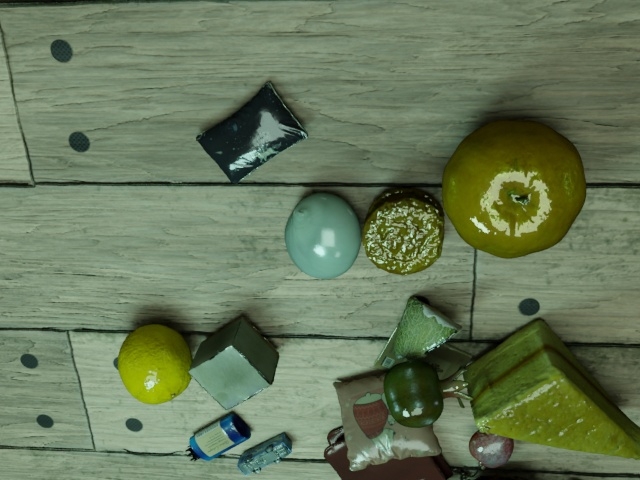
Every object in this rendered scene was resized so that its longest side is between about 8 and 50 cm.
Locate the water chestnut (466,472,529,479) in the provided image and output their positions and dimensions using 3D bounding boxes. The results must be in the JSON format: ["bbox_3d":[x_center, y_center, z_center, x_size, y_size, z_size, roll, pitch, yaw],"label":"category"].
[{"bbox_3d":[0.459,0.720,1.929,0.300,0.300,0.300,3,118,5],"label":"water chestnut"}]

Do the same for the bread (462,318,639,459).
[{"bbox_3d":[0.542,0.395,1.749,0.245,0.233,0.361,-41,108,19],"label":"bread"}]

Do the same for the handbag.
[{"bbox_3d":[0.171,0.571,1.974,0.260,0.084,0.275,-28,111,19],"label":"handbag"}]

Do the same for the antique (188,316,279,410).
[{"bbox_3d":[-0.200,0.286,1.832,0.152,0.148,0.147,-33,109,22],"label":"antique"}]

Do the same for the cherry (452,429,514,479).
[{"bbox_3d":[0.398,0.537,1.931,0.107,0.090,0.225,24,128,-23],"label":"cherry"}]

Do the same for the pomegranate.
[{"bbox_3d":[0.240,0.337,1.731,0.191,0.152,0.131,-16,158,2],"label":"pomegranate"}]

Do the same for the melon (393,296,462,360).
[{"bbox_3d":[0.235,0.195,1.773,0.202,0.093,0.140,-31,76,38],"label":"melon"}]

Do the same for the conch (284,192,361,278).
[{"bbox_3d":[-0.003,0.001,1.691,0.185,0.121,0.221,22,128,29],"label":"conch"}]

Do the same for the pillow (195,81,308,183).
[{"bbox_3d":[-0.144,-0.218,1.617,0.208,0.055,0.141,-33,101,20],"label":"pillow"}]

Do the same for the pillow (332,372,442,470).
[{"bbox_3d":[0.154,0.420,1.837,0.236,0.084,0.223,-14,71,14],"label":"pillow"}]

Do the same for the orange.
[{"bbox_3d":[0.376,-0.103,1.516,0.279,0.235,0.279,2,103,7],"label":"orange"}]

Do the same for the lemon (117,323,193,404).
[{"bbox_3d":[-0.396,0.293,1.843,0.178,0.203,0.178,-24,151,-14],"label":"lemon"}]

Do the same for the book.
[{"bbox_3d":[0.245,0.290,1.855,0.198,0.016,0.138,24,117,-6],"label":"book"}]

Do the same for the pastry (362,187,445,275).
[{"bbox_3d":[0.180,-0.021,1.651,0.188,0.103,0.189,3,117,5],"label":"pastry"}]

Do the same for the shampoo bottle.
[{"bbox_3d":[-0.276,0.524,2.020,0.183,0.050,0.087,-33,112,21],"label":"shampoo bottle"}]

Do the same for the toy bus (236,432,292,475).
[{"bbox_3d":[-0.145,0.561,2.019,0.153,0.061,0.051,-30,109,18],"label":"toy bus"}]
